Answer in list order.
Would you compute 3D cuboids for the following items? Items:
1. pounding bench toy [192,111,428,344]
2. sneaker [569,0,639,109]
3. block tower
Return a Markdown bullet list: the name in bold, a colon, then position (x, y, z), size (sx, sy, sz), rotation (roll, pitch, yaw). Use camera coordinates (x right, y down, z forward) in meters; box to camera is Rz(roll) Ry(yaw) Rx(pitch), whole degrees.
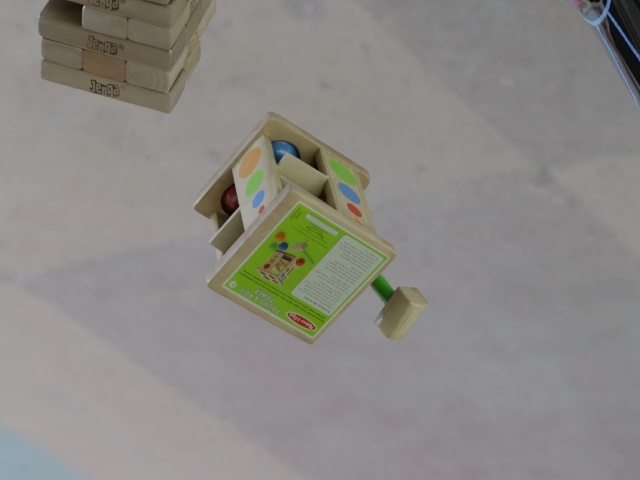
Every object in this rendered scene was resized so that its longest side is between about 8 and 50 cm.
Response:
- **pounding bench toy**: position (0.000, 0.000, 0.772), size (0.083, 0.065, 0.052), rotation (31, 114, -27)
- **sneaker**: position (0.077, -0.134, 0.678), size (0.090, 0.232, 0.081), rotation (-14, 165, -13)
- **block tower**: position (-0.113, -0.237, 1.153), size (0.097, 0.091, 0.335), rotation (15, 135, 8)
